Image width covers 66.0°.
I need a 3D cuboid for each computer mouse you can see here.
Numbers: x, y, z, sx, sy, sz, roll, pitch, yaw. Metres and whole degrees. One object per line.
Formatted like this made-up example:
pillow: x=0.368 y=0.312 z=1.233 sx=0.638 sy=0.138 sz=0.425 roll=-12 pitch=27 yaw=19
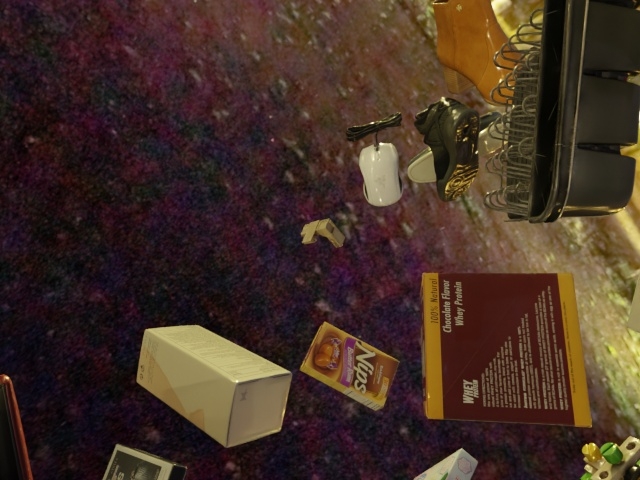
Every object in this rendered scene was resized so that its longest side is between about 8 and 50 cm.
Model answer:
computer mouse: x=0.102 y=-0.144 z=0.852 sx=0.042 sy=0.106 sz=0.193 roll=68 pitch=14 yaw=-54

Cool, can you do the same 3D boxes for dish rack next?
dish rack: x=0.203 y=-0.114 z=0.464 sx=0.271 sy=0.074 sz=0.208 roll=-9 pitch=105 yaw=-87

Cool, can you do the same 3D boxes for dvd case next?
dvd case: x=-0.293 y=0.414 z=0.741 sx=0.029 sy=0.238 sz=0.179 roll=32 pitch=60 yaw=-31

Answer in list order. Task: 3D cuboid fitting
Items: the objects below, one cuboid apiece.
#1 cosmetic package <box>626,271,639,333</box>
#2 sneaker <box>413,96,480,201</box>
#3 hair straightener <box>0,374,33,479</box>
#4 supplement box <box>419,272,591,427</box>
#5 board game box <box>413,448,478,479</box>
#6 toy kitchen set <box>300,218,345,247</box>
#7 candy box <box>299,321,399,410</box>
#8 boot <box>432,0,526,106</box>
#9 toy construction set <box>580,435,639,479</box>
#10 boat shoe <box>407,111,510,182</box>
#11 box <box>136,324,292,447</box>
cosmetic package: x=0.726 y=0.043 z=0.953 sx=0.160 sy=0.310 sz=0.113 roll=-3 pitch=16 yaw=-18
sneaker: x=0.255 y=-0.190 z=1.002 sx=0.228 sy=0.087 sz=0.130 roll=75 pitch=-12 yaw=-46
hair straightener: x=-0.236 y=0.212 z=0.328 sx=0.089 sy=0.047 sz=0.231 roll=1 pitch=68 yaw=-58
supplement box: x=0.239 y=0.152 z=0.685 sx=0.129 sy=0.194 sz=0.191 roll=64 pitch=27 yaw=-69
board game box: x=0.302 y=0.805 z=1.461 sx=0.066 sy=0.319 sz=0.318 roll=40 pitch=46 yaw=12
toy kitchen set: x=0.000 y=0.000 z=1.242 sx=0.075 sy=0.083 sz=0.068 roll=48 pitch=48 yaw=-30
candy box: x=0.064 y=0.268 z=1.055 sx=0.186 sy=0.053 sz=0.109 roll=28 pitch=57 yaw=-1
boot: x=0.339 y=-0.387 z=0.972 sx=0.104 sy=0.295 sz=0.211 roll=-35 pitch=126 yaw=-20
toy construction set: x=0.610 y=0.526 z=1.056 sx=0.237 sy=0.309 sz=0.257 roll=46 pitch=19 yaw=-10
boat shoe: x=0.316 y=-0.223 z=1.159 sx=0.095 sy=0.254 sz=0.079 roll=46 pitch=21 yaw=-45
box: x=-0.220 y=0.274 z=0.986 sx=0.148 sy=0.311 sz=0.121 roll=7 pitch=96 yaw=-48
